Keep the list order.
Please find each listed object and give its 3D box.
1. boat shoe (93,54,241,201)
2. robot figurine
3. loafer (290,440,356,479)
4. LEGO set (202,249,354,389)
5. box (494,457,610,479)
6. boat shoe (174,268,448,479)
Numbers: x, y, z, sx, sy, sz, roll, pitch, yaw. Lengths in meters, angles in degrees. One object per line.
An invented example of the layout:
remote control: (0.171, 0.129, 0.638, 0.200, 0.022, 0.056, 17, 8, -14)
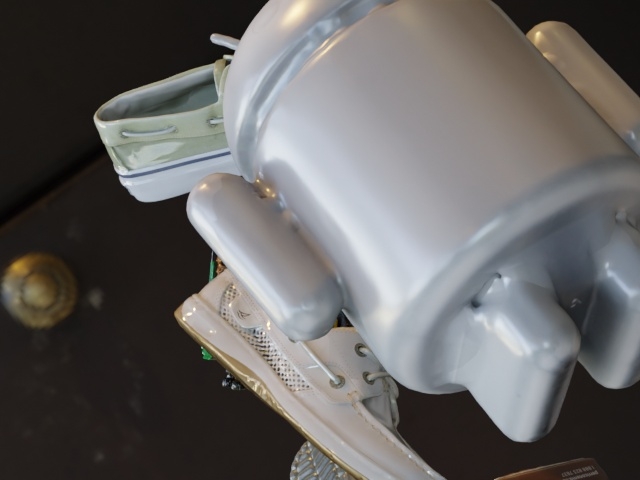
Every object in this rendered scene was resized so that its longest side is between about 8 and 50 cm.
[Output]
boat shoe: (-0.064, -0.121, 1.356, 0.302, 0.094, 0.109, -21, 37, 17)
robot figurine: (0.069, -0.045, 0.959, 0.300, 0.353, 0.200, -24, -31, -22)
loafer: (0.049, 0.267, 1.233, 0.094, 0.087, 0.251, -41, 46, 31)
LEGO set: (0.000, 0.000, 1.606, 0.192, 0.331, 0.255, 6, -11, -19)
box: (0.277, 0.408, 1.408, 0.143, 0.381, 0.191, -6, -45, -33)
boat shoe: (0.011, 0.103, 1.124, 0.096, 0.277, 0.098, -48, -26, -7)
